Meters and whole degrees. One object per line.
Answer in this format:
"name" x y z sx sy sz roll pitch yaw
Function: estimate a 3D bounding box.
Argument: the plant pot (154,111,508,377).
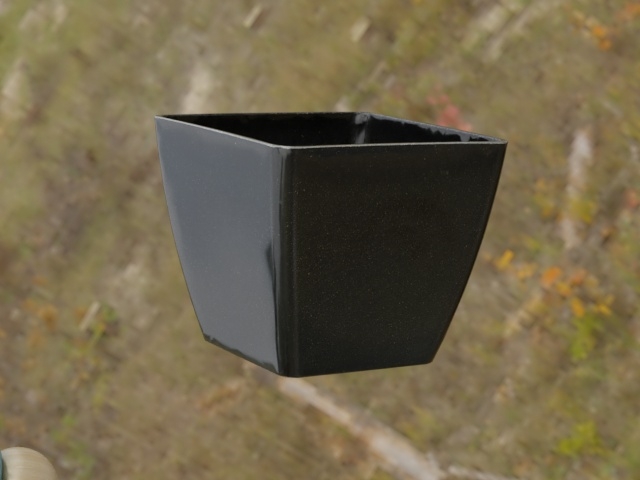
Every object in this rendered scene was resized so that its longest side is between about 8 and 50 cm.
"plant pot" 0.000 0.000 1.233 0.188 0.187 0.167 20 109 56

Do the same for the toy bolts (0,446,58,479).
"toy bolts" -0.295 0.180 1.269 0.228 0.158 0.218 -41 43 44
